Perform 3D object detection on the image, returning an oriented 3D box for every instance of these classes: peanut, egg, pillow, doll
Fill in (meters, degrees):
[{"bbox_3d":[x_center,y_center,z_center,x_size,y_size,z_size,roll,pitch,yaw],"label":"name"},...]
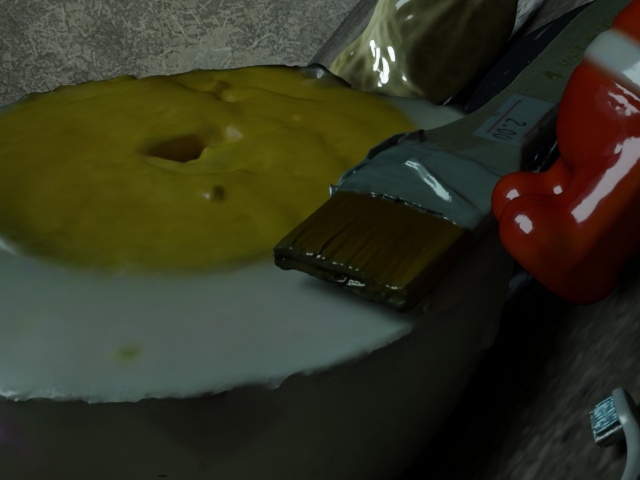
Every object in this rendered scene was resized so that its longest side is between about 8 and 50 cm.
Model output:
[{"bbox_3d":[0.077,-0.157,1.265,0.257,0.123,0.123,-50,8,36],"label":"peanut"},{"bbox_3d":[-0.058,0.052,0.740,0.337,0.337,0.201,-64,-27,-54],"label":"egg"},{"bbox_3d":[0.112,-0.057,0.865,0.208,0.055,0.141,-57,18,-23],"label":"pillow"},{"bbox_3d":[0.185,-0.124,0.551,0.336,0.105,0.200,-52,1,11],"label":"doll"}]

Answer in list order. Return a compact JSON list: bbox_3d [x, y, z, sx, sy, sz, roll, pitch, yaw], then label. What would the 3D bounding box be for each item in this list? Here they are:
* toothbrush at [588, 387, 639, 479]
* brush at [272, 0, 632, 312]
[{"bbox_3d":[0.095,0.097,0.433,0.022,0.017,0.204,-38,13,21],"label":"toothbrush"},{"bbox_3d":[0.100,-0.065,0.716,0.336,0.085,0.020,-41,-39,-44],"label":"brush"}]
